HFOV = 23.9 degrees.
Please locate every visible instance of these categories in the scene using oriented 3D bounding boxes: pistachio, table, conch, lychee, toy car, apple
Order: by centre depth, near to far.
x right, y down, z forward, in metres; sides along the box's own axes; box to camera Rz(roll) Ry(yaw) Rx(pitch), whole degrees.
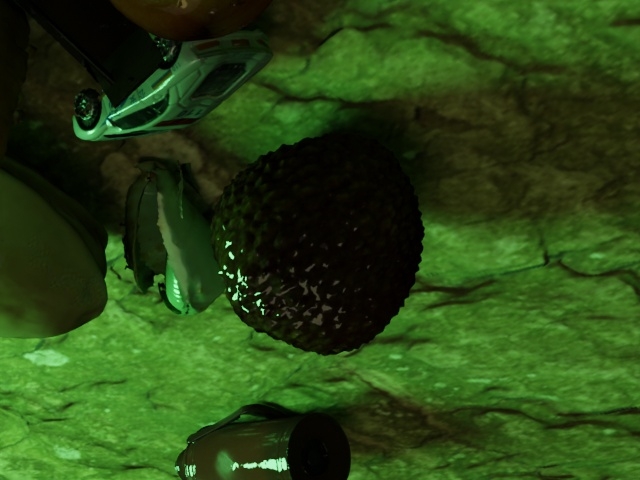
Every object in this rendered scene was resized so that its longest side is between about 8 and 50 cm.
[{"bbox_3d":[-0.093,-0.207,1.064,0.146,0.146,0.146,10,143,8],"label":"apple"},{"bbox_3d":[-0.203,-0.192,1.135,0.062,0.175,0.146,-43,123,5],"label":"table"},{"bbox_3d":[-0.122,-0.120,1.215,0.095,0.056,0.205,-10,165,-45],"label":"toy car"},{"bbox_3d":[-0.003,0.003,1.270,0.194,0.194,0.194,10,143,8],"label":"lychee"},{"bbox_3d":[-0.317,-0.015,1.373,0.181,0.162,0.293,-31,124,30],"label":"pistachio"},{"bbox_3d":[-0.145,-0.004,1.404,0.106,0.079,0.170,-6,124,18],"label":"conch"}]

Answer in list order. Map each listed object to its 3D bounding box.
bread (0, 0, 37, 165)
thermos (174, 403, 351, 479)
[{"bbox_3d":[-0.315,-0.120,1.143,0.194,0.340,0.179,22,120,-20],"label":"bread"},{"bbox_3d":[-0.082,0.248,1.669,0.232,0.124,0.099,-13,132,44],"label":"thermos"}]
